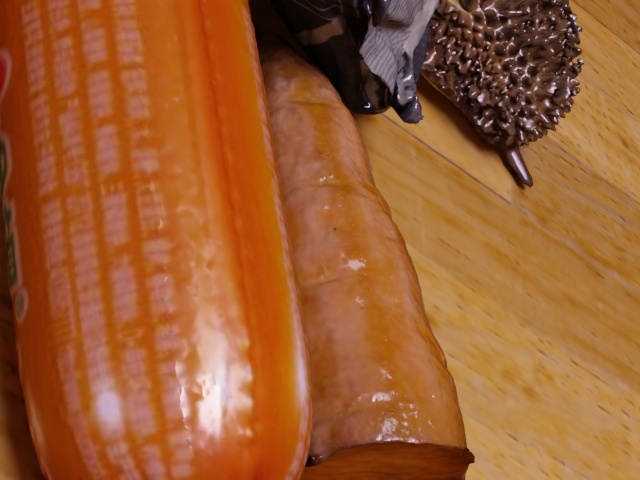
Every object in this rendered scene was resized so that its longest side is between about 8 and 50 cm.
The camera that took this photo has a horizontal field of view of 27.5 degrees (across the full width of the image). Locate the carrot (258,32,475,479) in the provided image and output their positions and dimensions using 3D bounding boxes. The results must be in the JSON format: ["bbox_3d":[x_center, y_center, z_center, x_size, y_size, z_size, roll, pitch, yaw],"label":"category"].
[{"bbox_3d":[0.000,0.000,0.496,0.072,0.072,0.205,15,49,-36],"label":"carrot"}]

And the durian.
[{"bbox_3d":[0.087,-0.097,0.629,0.110,0.071,0.140,-26,89,-48],"label":"durian"}]

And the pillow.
[{"bbox_3d":[-0.012,-0.211,0.569,0.093,0.161,0.335,-15,66,-3],"label":"pillow"}]

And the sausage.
[{"bbox_3d":[-0.060,-0.029,0.432,0.093,0.093,0.312,10,59,-39],"label":"sausage"}]
